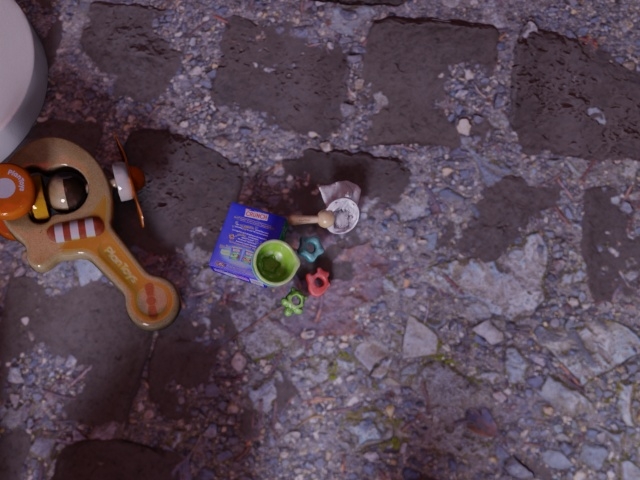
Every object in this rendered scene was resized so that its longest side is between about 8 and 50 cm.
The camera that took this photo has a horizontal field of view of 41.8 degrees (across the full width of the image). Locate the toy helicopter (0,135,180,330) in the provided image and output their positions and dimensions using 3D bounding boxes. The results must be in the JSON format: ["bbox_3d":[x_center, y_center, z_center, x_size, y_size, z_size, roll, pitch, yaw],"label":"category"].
[{"bbox_3d":[-0.331,-0.016,1.282,0.235,0.140,0.355,-41,84,-19],"label":"toy helicopter"}]

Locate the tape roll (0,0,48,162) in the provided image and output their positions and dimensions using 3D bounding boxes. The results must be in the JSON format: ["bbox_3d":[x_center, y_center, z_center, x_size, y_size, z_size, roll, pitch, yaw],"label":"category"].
[{"bbox_3d":[-0.654,-0.268,1.396,0.391,0.072,0.392,-1,72,3],"label":"tape roll"}]

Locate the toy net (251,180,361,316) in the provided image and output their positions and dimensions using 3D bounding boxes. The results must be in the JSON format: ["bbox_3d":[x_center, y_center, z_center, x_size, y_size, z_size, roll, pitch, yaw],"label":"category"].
[{"bbox_3d":[0.000,0.000,1.263,0.122,0.045,0.232,46,68,-6],"label":"toy net"}]

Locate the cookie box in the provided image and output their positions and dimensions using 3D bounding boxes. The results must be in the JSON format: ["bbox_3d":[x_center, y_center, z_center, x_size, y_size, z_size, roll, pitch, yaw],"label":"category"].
[{"bbox_3d":[-0.108,0.006,1.284,0.091,0.040,0.107,17,74,8],"label":"cookie box"}]
